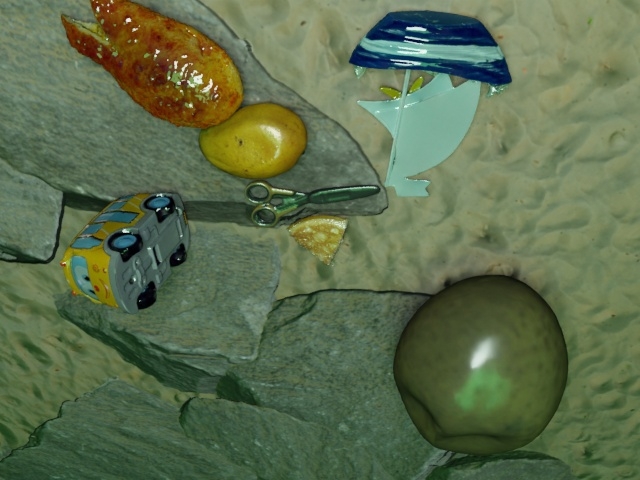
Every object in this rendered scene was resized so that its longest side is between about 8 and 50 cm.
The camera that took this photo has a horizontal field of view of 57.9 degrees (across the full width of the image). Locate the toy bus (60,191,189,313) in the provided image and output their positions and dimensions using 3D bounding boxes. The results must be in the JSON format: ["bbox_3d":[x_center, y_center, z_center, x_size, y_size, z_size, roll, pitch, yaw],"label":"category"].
[{"bbox_3d":[-0.309,0.013,0.923,0.136,0.209,0.126,7,128,14],"label":"toy bus"}]

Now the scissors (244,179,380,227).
[{"bbox_3d":[-0.012,-0.070,0.942,0.220,0.017,0.088,-7,121,11],"label":"scissors"}]

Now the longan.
[{"bbox_3d":[0.263,0.213,0.969,0.289,0.288,0.350,4,137,4],"label":"longan"}]

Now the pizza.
[{"bbox_3d":[-0.008,-0.012,0.980,0.099,0.029,0.100,19,123,3],"label":"pizza"}]

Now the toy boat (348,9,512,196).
[{"bbox_3d":[0.143,-0.171,0.828,0.221,0.067,0.290,6,129,1],"label":"toy boat"}]

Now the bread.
[{"bbox_3d":[-0.232,-0.250,0.792,0.269,0.095,0.139,34,115,-12],"label":"bread"}]

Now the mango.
[{"bbox_3d":[-0.098,-0.141,0.857,0.165,0.089,0.115,-20,121,24],"label":"mango"}]
